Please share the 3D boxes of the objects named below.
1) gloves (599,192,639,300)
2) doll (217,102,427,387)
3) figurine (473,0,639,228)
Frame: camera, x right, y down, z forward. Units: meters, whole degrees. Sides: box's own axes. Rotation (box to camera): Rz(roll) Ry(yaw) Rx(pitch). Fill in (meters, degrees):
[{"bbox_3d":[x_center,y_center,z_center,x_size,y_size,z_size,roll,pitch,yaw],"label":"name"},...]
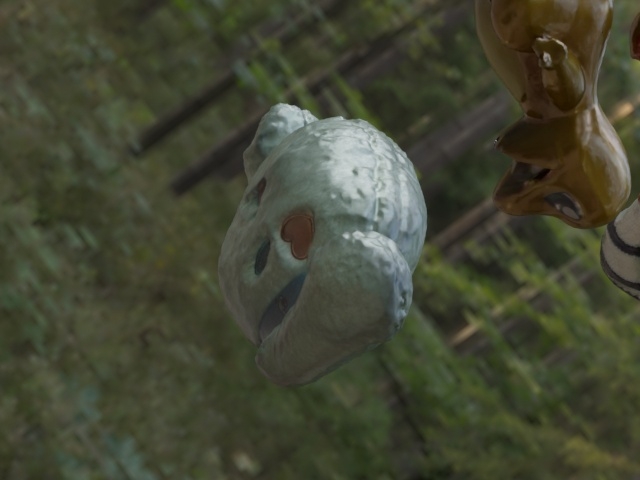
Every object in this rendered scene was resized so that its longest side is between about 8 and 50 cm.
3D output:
[{"bbox_3d":[0.348,-0.005,1.709,0.140,0.131,0.219,53,-32,3],"label":"gloves"},{"bbox_3d":[0.000,0.000,0.809,0.071,0.103,0.214,23,17,-19],"label":"doll"},{"bbox_3d":[0.143,-0.091,1.000,0.121,0.122,0.176,-109,-172,-67],"label":"figurine"}]
